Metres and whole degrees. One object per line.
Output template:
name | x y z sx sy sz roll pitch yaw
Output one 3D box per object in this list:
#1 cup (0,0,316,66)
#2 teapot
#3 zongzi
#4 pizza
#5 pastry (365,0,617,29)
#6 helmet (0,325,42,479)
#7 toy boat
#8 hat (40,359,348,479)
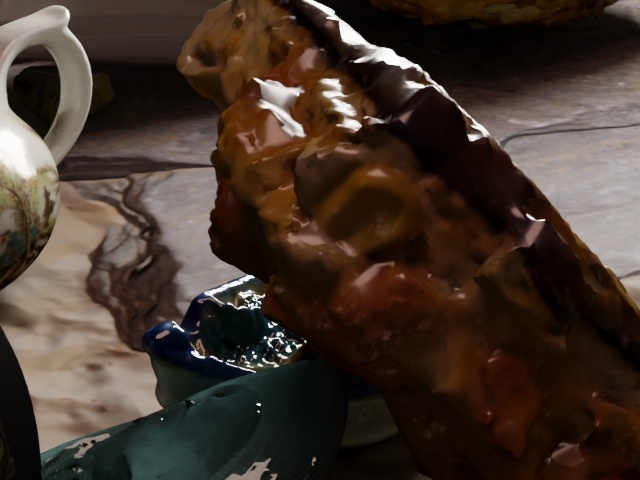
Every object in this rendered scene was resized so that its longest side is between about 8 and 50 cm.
cup | -0.175 -0.232 1.355 0.273 0.208 0.288 -3 8 -41
teapot | -0.247 -0.037 1.051 0.204 0.139 0.298 13 27 33
zongzi | -0.199 -0.094 1.316 0.076 0.040 0.083 4 41 27
pizza | 0.061 0.028 0.747 0.409 0.114 0.278 46 6 19
pastry | 0.142 -0.319 1.509 0.337 0.292 0.405 3 12 -19
helmet | -0.203 0.118 0.654 0.231 0.160 0.278 -2 54 33
toy boat | 0.009 0.030 0.918 0.114 0.115 0.262 18 30 36
hat | -0.067 0.122 0.770 0.191 0.078 0.138 -22 17 -1
